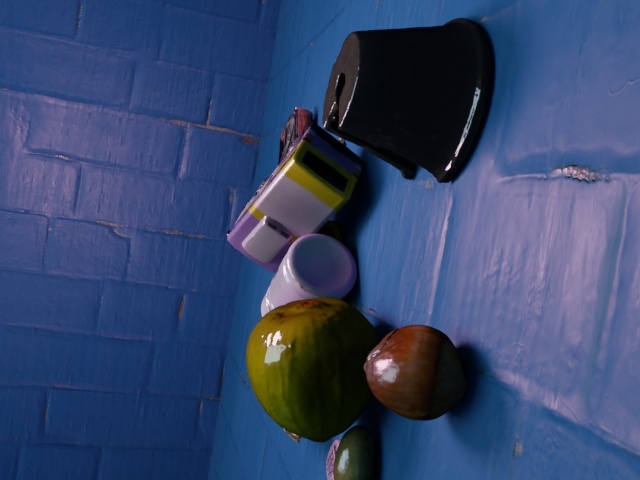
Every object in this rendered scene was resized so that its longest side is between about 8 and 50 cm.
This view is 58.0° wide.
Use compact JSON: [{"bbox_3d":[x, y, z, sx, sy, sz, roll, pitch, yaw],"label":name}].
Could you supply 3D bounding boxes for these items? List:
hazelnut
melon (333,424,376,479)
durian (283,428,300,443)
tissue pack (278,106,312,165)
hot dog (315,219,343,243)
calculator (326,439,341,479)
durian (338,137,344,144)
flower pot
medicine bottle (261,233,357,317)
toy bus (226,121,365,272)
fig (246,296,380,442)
[{"bbox_3d":[0.171,0.244,1.047,0.182,0.182,0.182,-172,90,-74],"label":"hazelnut"},{"bbox_3d":[0.080,0.508,1.332,0.099,0.099,0.162,157,123,-71],"label":"melon"},{"bbox_3d":[-0.054,0.454,1.741,0.195,0.186,0.305,-62,22,0],"label":"durian"},{"bbox_3d":[-0.104,-0.341,2.329,0.245,0.123,0.332,126,148,-62],"label":"tissue pack"},{"bbox_3d":[-0.005,-0.003,1.876,0.261,0.093,0.123,143,132,-67],"label":"hot dog"},{"bbox_3d":[0.044,0.592,1.543,0.165,0.024,0.103,112,159,-45],"label":"calculator"},{"bbox_3d":[0.021,-0.274,1.899,0.146,0.102,0.208,29,82,47],"label":"durian"},{"bbox_3d":[0.157,-0.313,1.225,0.379,0.251,0.379,-171,90,-75],"label":"flower pot"},{"bbox_3d":[-0.041,0.146,1.719,0.325,0.212,0.211,120,153,-53],"label":"medicine bottle"},{"bbox_3d":[-0.088,-0.104,1.733,0.440,0.209,0.249,-44,16,40],"label":"toy bus"},{"bbox_3d":[-0.017,0.309,1.373,0.343,0.344,0.343,-172,90,-74],"label":"fig"}]
